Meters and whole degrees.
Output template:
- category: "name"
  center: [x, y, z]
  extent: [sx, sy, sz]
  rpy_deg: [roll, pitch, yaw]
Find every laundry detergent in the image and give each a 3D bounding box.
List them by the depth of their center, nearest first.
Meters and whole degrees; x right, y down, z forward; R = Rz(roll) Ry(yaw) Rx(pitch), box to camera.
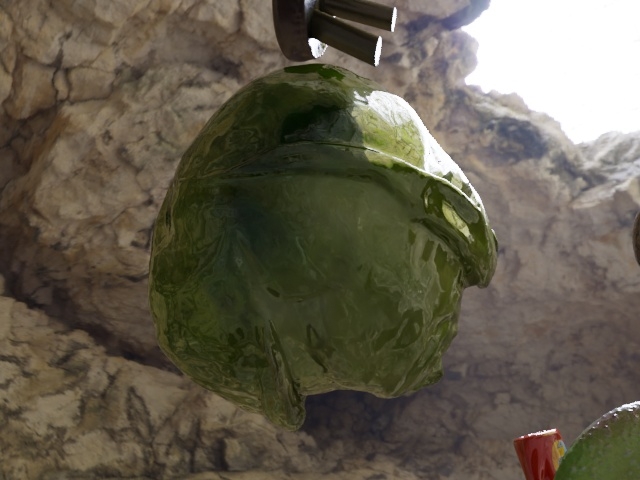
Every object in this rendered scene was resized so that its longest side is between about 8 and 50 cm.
- category: "laundry detergent"
  center: [0.284, 0.313, 0.746]
  extent: [0.097, 0.049, 0.165]
  rpy_deg: [6, -119, -46]

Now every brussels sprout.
- category: "brussels sprout"
  center: [0.001, -0.010, 0.731]
  extent: [0.425, 0.342, 0.361]
  rpy_deg: [-54, -38, -25]

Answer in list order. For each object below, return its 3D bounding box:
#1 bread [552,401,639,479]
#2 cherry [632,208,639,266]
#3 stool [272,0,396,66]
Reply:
- category: "bread"
  center: [0.346, 0.283, 0.562]
  extent: [0.301, 0.045, 0.302]
  rpy_deg: [0, -118, 0]
- category: "cherry"
  center: [0.472, -0.014, 0.766]
  extent: [0.176, 0.176, 0.140]
  rpy_deg: [46, -150, -21]
- category: "stool"
  center: [0.034, -0.440, 1.084]
  extent: [0.178, 0.272, 0.272]
  rpy_deg: [11, -105, 11]
